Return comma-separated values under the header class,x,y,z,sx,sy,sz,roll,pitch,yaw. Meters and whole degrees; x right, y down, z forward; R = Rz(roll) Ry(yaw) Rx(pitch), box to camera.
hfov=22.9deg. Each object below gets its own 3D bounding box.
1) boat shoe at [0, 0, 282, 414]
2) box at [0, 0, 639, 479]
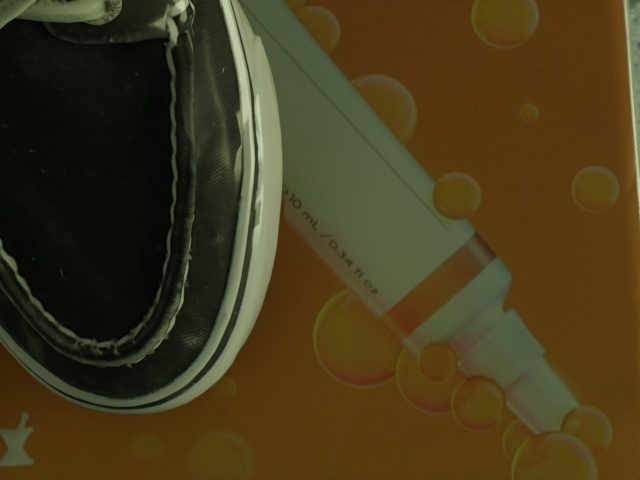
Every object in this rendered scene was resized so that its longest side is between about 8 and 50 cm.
class,x,y,z,sx,sy,sz,roll,pitch,yaw
boat shoe,-0.078,-0.087,0.384,0.102,0.108,0.301,-76,159,-72
box,0.000,0.000,0.554,0.168,0.215,0.345,56,31,-78
